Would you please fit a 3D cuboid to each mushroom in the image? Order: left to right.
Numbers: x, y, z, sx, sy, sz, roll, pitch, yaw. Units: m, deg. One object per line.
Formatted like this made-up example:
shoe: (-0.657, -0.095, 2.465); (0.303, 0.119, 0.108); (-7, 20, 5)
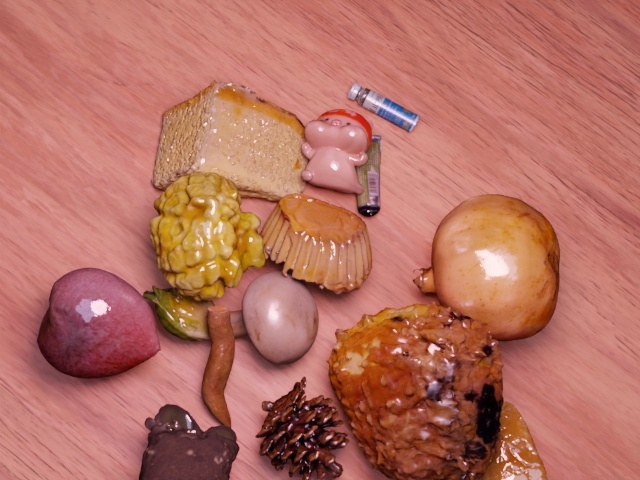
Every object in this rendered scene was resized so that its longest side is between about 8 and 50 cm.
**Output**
mushroom: (-0.118, 0.176, 1.583); (0.215, 0.207, 0.207); (-13, 73, 22)

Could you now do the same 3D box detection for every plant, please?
plant: (-0.273, 0.479, 1.426); (0.198, 0.189, 0.276); (11, 33, -7)

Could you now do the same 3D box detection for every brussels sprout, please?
brussels sprout: (-0.299, 0.159, 1.578); (0.100, 0.139, 0.181); (-32, 104, 24)

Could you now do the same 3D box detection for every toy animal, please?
toy animal: (0.042, -0.218, 1.724); (0.171, 0.171, 0.198); (12, 81, -5)

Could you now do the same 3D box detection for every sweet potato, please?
sweet potato: (-0.221, 0.278, 1.547); (0.067, 0.059, 0.281); (0, 105, -24)

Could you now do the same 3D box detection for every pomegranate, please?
pomegranate: (0.374, 0.067, 1.625); (0.338, 0.338, 0.338); (3, 73, -8)

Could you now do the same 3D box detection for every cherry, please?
cherry: (-0.463, 0.175, 1.507); (0.239, 0.206, 0.239); (-10, 114, -25)

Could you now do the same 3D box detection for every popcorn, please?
popcorn: (-0.243, -0.013, 1.529); (0.258, 0.224, 0.270); (60, 31, -22)

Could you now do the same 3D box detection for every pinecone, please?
pinecone: (-0.031, 0.413, 1.518); (0.185, 0.168, 0.212); (-47, 109, -13)

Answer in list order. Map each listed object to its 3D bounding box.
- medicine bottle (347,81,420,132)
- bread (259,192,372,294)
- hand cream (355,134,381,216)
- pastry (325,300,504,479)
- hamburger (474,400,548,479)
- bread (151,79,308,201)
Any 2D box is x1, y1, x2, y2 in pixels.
medicine bottle: (0.162, -0.341, 1.840); (0.191, 0.051, 0.051); (28, 71, 0)
bread: (0.000, 0.000, 1.616); (0.274, 0.149, 0.274); (16, 33, -11)
hand cream: (0.117, -0.163, 1.784); (0.086, 0.055, 0.235); (2, 65, -9)
pastry: (0.220, 0.308, 1.500); (0.292, 0.337, 0.405); (-14, 69, -53)
hamburger: (0.403, 0.464, 1.588); (0.155, 0.135, 0.208); (-6, 72, -12)
bread: (-0.217, -0.213, 1.736); (0.315, 0.279, 0.249); (26, 65, -46)
